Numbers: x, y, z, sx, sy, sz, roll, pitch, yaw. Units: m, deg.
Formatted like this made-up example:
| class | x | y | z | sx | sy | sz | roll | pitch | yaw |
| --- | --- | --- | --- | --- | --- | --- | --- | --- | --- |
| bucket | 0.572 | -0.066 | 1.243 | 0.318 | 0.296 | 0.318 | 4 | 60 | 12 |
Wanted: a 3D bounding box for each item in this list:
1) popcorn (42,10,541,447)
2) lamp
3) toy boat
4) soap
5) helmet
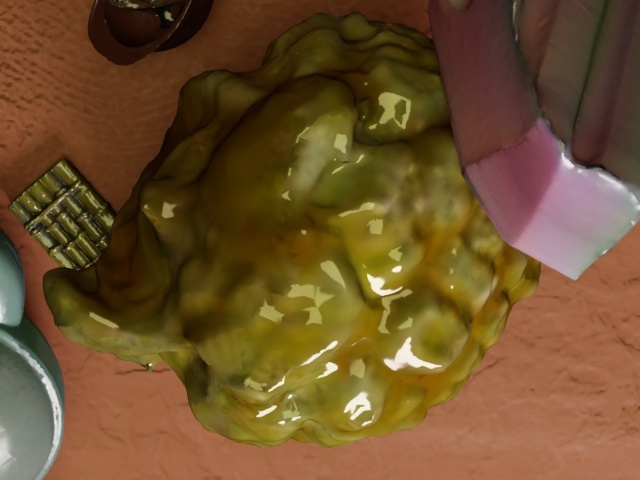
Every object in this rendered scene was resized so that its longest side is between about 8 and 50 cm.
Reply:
| class | x | y | z | sx | sy | sz | roll | pitch | yaw |
| --- | --- | --- | --- | --- | --- | --- | --- | --- | --- |
| popcorn | -0.004 | 0.008 | 1.120 | 0.279 | 0.274 | 0.335 | 34 | 110 | 23 |
| lamp | -0.297 | 0.103 | 1.221 | 0.209 | 0.147 | 0.284 | 3 | 102 | -10 |
| toy boat | -0.185 | -0.004 | 1.262 | 0.063 | 0.016 | 0.115 | -41 | 97 | 9 |
| soap | 0.172 | -0.144 | 1.031 | 0.193 | 0.323 | 0.109 | 27 | 144 | -11 |
| helmet | -0.115 | -0.176 | 1.203 | 0.111 | 0.057 | 0.089 | -50 | 60 | 16 |
